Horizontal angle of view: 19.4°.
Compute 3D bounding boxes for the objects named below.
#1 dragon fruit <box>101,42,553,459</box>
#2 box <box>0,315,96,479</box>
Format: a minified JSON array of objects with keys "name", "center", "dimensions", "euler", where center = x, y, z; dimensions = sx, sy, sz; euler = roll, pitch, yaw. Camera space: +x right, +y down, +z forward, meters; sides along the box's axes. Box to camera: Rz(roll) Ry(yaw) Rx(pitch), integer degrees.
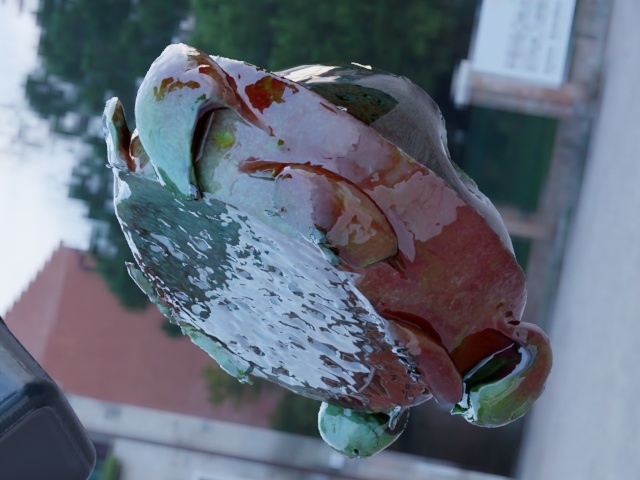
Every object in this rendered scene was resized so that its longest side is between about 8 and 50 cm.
[{"name":"dragon fruit","center":[0.000,0.000,0.997],"dimensions":[0.130,0.268,0.295],"euler":[-57,-31,-24]},{"name":"box","center":[-0.242,0.148,1.144],"dimensions":[0.201,0.090,0.144],"euler":[-40,-30,-16]}]
